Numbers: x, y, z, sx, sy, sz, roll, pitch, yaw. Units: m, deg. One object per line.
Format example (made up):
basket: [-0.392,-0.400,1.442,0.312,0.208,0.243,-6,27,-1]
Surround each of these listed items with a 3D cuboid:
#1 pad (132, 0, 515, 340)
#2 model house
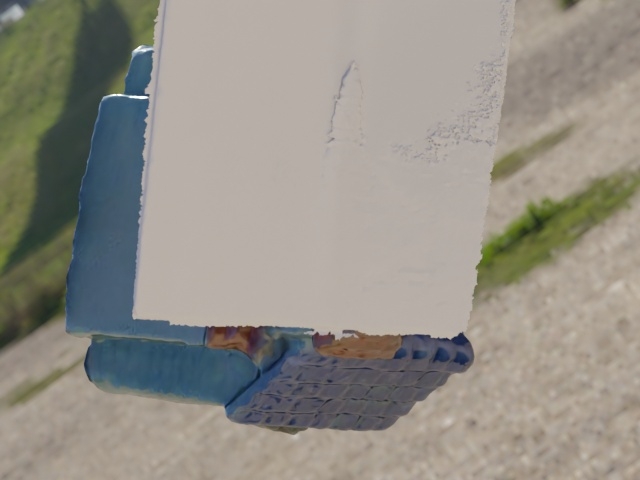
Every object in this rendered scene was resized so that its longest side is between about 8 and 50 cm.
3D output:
pad: [0.006,-0.072,0.705,0.157,0.232,0.004,5,9,-17]
model house: [0.000,0.000,1.261,0.252,0.294,0.329,13,-8,-37]
